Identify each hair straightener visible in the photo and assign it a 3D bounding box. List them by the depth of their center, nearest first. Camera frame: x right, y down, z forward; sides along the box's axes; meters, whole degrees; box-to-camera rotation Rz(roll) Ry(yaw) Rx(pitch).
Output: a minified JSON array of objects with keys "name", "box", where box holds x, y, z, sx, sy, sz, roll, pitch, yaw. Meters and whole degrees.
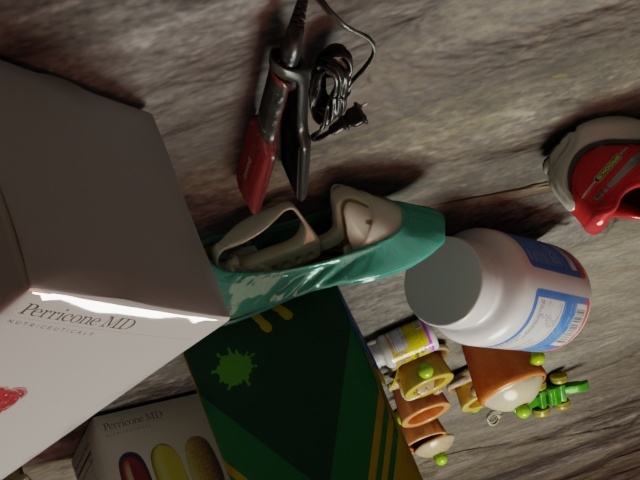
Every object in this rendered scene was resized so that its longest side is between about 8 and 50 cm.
[{"name":"hair straightener","box":[-0.008,-0.101,0.875,0.089,0.047,0.230,-16,151,-18]}]

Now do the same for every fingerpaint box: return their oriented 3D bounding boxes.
[{"name":"fingerpaint box","box":[0.023,0.253,1.227,0.163,0.371,0.445,-23,156,-1]}]

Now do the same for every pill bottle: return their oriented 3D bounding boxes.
[{"name":"pill bottle","box":[0.185,0.052,1.260,0.124,0.124,0.221,-37,152,27]},{"name":"pill bottle","box":[0.096,0.125,1.429,0.083,0.043,0.043,-23,156,-1]}]

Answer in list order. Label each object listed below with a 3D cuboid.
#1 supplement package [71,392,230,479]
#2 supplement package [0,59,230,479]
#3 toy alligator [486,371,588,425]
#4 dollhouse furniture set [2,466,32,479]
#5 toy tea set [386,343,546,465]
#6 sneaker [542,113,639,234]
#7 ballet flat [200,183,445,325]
[{"name":"supplement package","box":[-0.170,0.316,1.335,0.139,0.244,0.134,-11,154,-29]},{"name":"supplement package","box":[-0.241,0.043,0.785,0.293,0.175,0.177,-36,153,25]},{"name":"toy alligator","box":[0.335,0.249,1.904,0.190,0.056,0.051,-16,-165,-18]},{"name":"dollhouse furniture set","box":[-0.381,0.323,1.333,0.161,0.101,0.182,-20,156,-9]},{"name":"toy tea set","box":[0.195,0.233,1.644,0.200,0.124,0.336,-20,156,-9]},{"name":"sneaker","box":[0.347,-0.061,1.177,0.279,0.118,0.107,-13,155,-24]},{"name":"ballet flat","box":[0.000,0.000,1.042,0.247,0.083,0.087,-19,131,-13]}]
